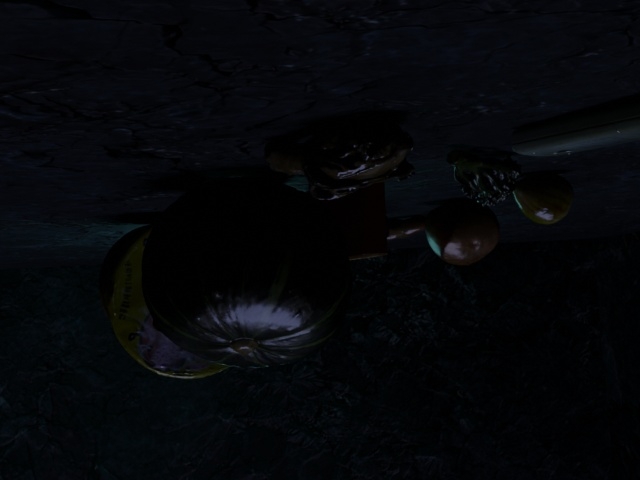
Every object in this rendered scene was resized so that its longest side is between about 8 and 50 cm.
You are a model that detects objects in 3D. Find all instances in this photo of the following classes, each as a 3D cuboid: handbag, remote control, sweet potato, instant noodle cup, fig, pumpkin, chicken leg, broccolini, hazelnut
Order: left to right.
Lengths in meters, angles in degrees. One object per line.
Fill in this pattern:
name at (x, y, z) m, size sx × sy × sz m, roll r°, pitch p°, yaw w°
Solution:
instant noodle cup at (-0.294, 0.096, 2.044) m, size 0.325 × 0.325 × 0.254 m, roll -2°, pitch -174°, yaw -26°
pumpkin at (-0.108, 0.055, 1.521) m, size 0.323 × 0.241 × 0.323 m, roll 4°, pitch 142°, yaw 3°
chicken leg at (0.014, -0.090, 1.136) m, size 0.196 × 0.080 × 0.125 m, roll -6°, pitch -171°, yaw 29°
handbag at (0.039, -0.031, 1.659) m, size 0.063 × 0.127 × 0.190 m, roll 0°, pitch 174°, yaw -29°
sweet potato at (0.177, -0.029, 2.449) m, size 0.202 × 0.058 × 0.055 m, roll -10°, pitch 132°, yaw 17°
hazelnut at (0.293, -0.027, 2.127) m, size 0.150 × 0.150 × 0.150 m, roll -4°, pitch 176°, yaw 0°
broccolini at (0.222, -0.107, 1.427) m, size 0.091 × 0.068 × 0.202 m, roll -19°, pitch 155°, yaw 21°
fig at (0.350, -0.069, 1.733) m, size 0.166 × 0.093 × 0.093 m, roll -2°, pitch 176°, yaw -22°
remote control at (0.330, -0.129, 1.174) m, size 0.098 × 0.038 × 0.233 m, roll -1°, pitch 176°, yaw -31°

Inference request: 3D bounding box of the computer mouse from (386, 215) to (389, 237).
computer mouse at (0.000, 0.005, 2.301) m, size 0.323 × 0.116 × 0.183 m, roll -6°, pitch -179°, yaw 18°
